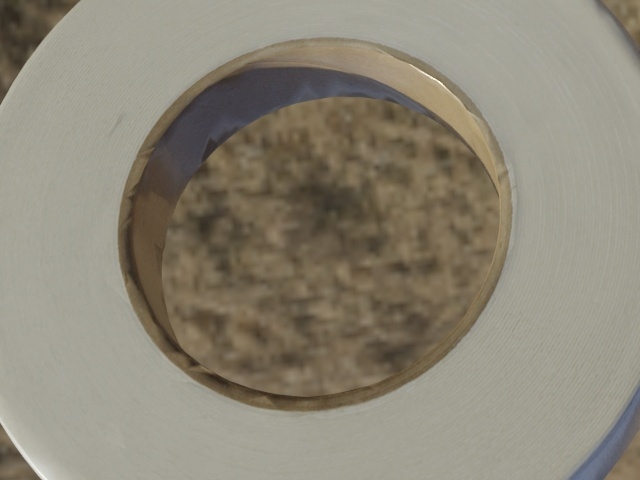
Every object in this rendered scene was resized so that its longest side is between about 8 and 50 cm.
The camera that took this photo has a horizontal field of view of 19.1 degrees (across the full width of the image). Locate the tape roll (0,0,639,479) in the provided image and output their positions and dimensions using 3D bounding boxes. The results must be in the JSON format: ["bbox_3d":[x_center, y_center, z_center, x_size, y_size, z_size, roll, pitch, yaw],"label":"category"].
[{"bbox_3d":[0.000,0.000,1.014,0.392,0.392,0.072,-9,159,6],"label":"tape roll"}]
